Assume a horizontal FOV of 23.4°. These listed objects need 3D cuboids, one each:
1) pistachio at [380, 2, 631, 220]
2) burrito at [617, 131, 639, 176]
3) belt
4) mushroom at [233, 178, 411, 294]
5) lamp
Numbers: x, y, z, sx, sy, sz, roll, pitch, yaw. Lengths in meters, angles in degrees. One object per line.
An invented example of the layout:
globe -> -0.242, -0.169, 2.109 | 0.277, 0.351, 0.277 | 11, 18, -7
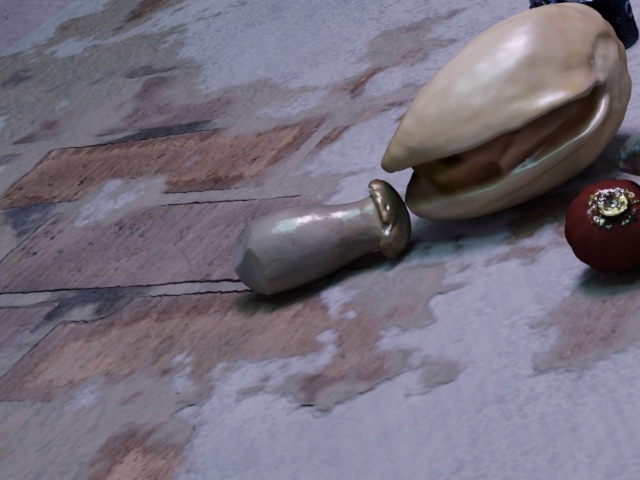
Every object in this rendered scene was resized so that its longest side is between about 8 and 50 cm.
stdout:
pistachio -> 0.215, -0.146, 1.774 | 0.318, 0.193, 0.214 | -30, 20, -4
burrito -> 0.420, -0.093, 1.542 | 0.228, 0.089, 0.144 | -6, 22, -15
belt -> 0.356, -0.340, 2.144 | 0.122, 0.128, 0.218 | -22, 24, -1
mushroom -> 0.000, -0.001, 1.789 | 0.212, 0.088, 0.097 | -13, 34, 7
lamp -> 0.295, -0.015, 1.554 | 0.101, 0.090, 0.101 | -6, 57, 9
